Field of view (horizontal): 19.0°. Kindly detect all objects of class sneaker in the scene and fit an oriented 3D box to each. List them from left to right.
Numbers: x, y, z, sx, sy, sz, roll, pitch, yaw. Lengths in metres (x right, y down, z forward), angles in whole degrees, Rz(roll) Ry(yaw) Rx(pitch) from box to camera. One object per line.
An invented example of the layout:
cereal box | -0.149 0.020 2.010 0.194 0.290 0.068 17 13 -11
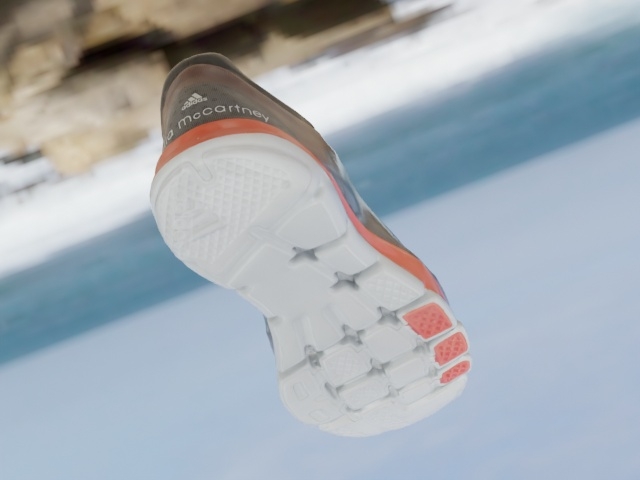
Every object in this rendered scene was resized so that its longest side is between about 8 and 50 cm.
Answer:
sneaker | 0.000 0.000 0.569 0.061 0.065 0.158 -22 138 10
